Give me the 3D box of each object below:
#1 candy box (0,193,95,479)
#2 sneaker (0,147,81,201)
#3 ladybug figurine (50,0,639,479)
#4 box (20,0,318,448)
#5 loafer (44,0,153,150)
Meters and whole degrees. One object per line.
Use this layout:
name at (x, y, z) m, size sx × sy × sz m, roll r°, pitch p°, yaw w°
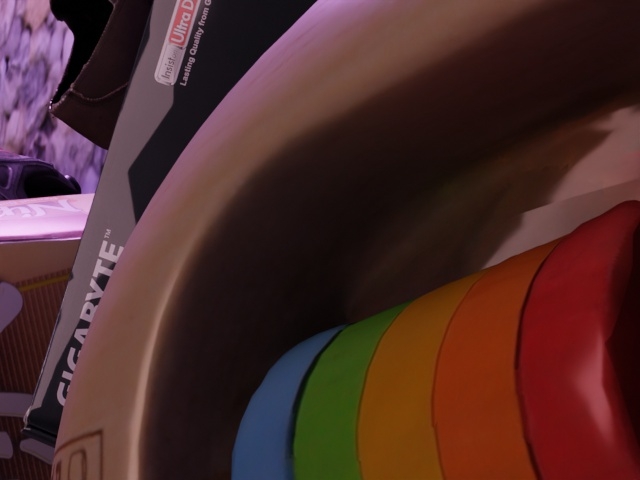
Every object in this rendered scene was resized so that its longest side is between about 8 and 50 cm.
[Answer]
candy box at (-0.169, 0.144, 0.762) m, size 0.087 × 0.182 × 0.317 m, roll 23°, pitch 115°, yaw 61°
sneaker at (-0.224, -0.018, 1.120) m, size 0.276 × 0.135 × 0.098 m, roll -136°, pitch 65°, yaw -85°
ladybug figurine at (0.076, 0.061, 0.448) m, size 0.449 × 0.161 × 0.305 m, roll -22°, pitch 64°, yaw 50°
box at (0.000, 0.000, 0.646) m, size 0.051 × 0.175 × 0.220 m, roll -2°, pitch -69°, yaw -73°
loafer at (-0.121, -0.158, 1.022) m, size 0.080 × 0.078 × 0.220 m, roll -30°, pitch 51°, yaw 52°
